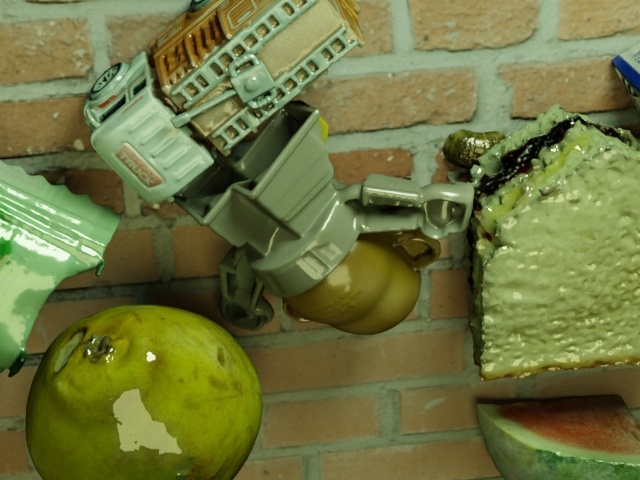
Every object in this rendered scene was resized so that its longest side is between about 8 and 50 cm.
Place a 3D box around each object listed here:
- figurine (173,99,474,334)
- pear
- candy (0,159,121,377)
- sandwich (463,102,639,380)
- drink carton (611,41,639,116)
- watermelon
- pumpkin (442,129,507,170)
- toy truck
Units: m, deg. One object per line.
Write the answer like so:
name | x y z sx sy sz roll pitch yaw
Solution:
figurine | -0.001 0.001 1.425 0.285 0.167 0.342 41 149 -27
pear | -0.196 0.200 1.453 0.269 0.269 0.321 -10 142 -3
candy | -0.429 0.066 1.431 0.263 0.172 0.398 33 128 -12
sandwich | 0.296 0.001 1.481 0.262 0.131 0.325 -7 127 -4
drink carton | 0.492 -0.228 1.410 0.315 0.130 0.106 -33 118 9
watermelon | 0.338 0.287 1.647 0.260 0.176 0.256 -7 156 -6
pumpkin | 0.184 -0.100 1.487 0.083 0.028 0.050 4 118 -6
toy truck | -0.102 -0.170 1.333 0.305 0.162 0.136 -38 116 11
